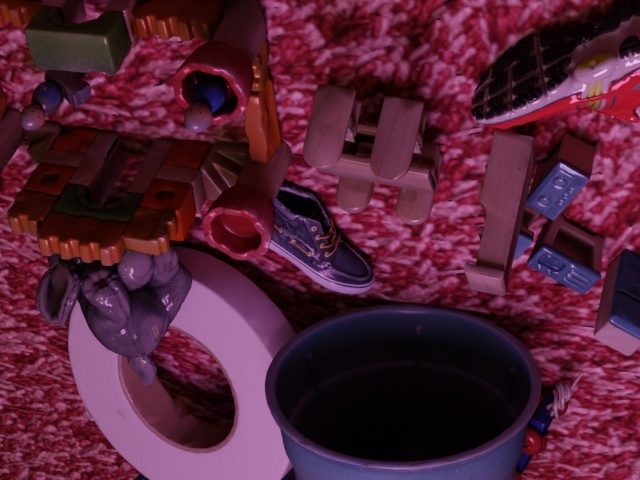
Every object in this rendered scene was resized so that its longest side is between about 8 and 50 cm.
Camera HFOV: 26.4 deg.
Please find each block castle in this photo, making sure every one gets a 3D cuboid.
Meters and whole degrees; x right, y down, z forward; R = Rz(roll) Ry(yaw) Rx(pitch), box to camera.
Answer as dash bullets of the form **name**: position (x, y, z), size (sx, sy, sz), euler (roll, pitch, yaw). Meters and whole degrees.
- **block castle**: position (-0.274, -0.133, 1.614), size (0.453, 0.212, 0.303), euler (7, 136, 15)

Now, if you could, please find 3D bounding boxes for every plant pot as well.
- **plant pot**: position (0.111, 0.311, 1.769), size (0.341, 0.341, 0.334), euler (6, 122, 17)

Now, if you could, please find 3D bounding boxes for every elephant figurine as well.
- **elephant figurine**: position (-0.295, 0.041, 1.792), size (0.239, 0.186, 0.169), euler (22, 164, 37)

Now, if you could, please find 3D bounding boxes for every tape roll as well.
- **tape roll**: position (-0.186, 0.194, 1.921), size (0.392, 0.072, 0.392), euler (16, 123, 27)

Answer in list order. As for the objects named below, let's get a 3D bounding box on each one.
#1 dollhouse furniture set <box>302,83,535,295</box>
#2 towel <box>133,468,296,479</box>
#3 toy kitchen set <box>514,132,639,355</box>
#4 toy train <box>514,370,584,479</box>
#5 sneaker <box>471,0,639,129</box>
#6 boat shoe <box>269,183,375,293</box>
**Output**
- **dollhouse furniture set**: position (0.103, -0.048, 1.518), size (0.242, 0.161, 0.212), euler (11, 170, 12)
- **towel**: position (-0.110, 0.368, 2.051), size (0.336, 0.243, 0.040), euler (3, 109, 22)
- **toy kitchen set**: position (0.323, 0.005, 1.578), size (0.207, 0.122, 0.166), euler (27, 138, -7)
- **toy train**: position (0.257, 0.217, 1.857), size (0.143, 0.105, 0.248), euler (31, 135, 15)
- **sneaker**: position (0.288, -0.161, 1.442), size (0.279, 0.107, 0.118), euler (-16, 136, 37)
- **boat shoe**: position (0.000, 0.000, 1.747), size (0.183, 0.065, 0.083), euler (29, 139, -7)
